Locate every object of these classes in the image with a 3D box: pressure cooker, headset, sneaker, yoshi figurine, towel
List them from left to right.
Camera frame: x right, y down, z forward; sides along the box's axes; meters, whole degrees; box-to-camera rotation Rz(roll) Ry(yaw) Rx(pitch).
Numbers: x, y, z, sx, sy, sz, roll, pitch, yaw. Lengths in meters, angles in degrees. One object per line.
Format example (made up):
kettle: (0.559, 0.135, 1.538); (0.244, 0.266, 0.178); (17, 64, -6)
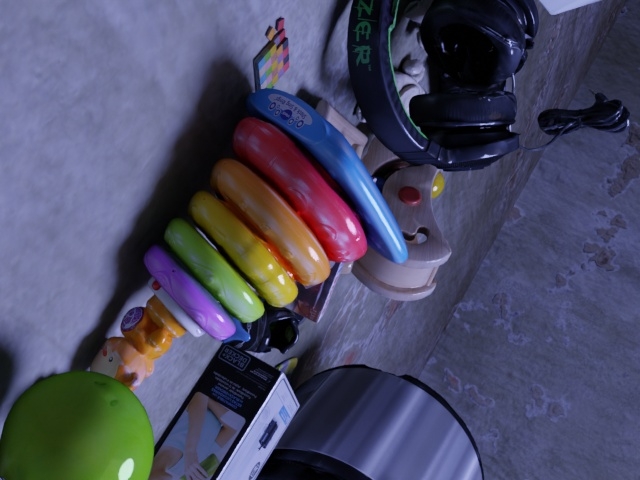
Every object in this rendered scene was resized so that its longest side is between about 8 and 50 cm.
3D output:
yoshi figurine: (-0.189, 0.220, 0.709); (0.362, 0.203, 0.203); (85, 20, -57)
sneaker: (-0.058, 0.107, 1.087); (0.067, 0.078, 0.188); (-66, 164, 11)
towel: (-0.061, 0.210, 1.361); (0.060, 0.009, 0.083); (-65, 164, 10)
pressure cooker: (0.016, 0.423, 1.304); (0.420, 0.375, 0.370); (-39, 146, -58)
headset: (0.197, -0.190, 1.022); (0.394, 0.185, 0.244); (18, 80, -46)

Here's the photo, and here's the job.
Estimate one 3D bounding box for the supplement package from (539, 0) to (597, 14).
supplement package: (0.298, -0.409, 0.943); (0.199, 0.198, 0.263); (-13, 90, -68)

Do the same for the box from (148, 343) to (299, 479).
box: (-0.144, 0.285, 1.089); (0.290, 0.087, 0.169); (-57, 162, -19)

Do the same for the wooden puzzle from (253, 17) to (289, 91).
wooden puzzle: (-0.045, -0.165, 0.828); (0.049, 0.006, 0.083); (-54, 162, -27)

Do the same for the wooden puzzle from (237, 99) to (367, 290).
wooden puzzle: (-0.024, -0.043, 1.032); (0.221, 0.044, 0.238); (-64, 168, 3)

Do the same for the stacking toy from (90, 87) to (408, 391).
stacking toy: (-0.090, 0.024, 0.787); (0.302, 0.175, 0.166); (-43, 132, -7)

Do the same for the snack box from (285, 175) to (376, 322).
snack box: (0.000, 0.000, 0.958); (0.022, 0.064, 0.178); (-39, 153, -62)

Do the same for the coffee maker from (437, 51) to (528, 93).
coffee maker: (0.223, -0.233, 1.355); (0.171, 0.120, 0.178); (-52, 162, -10)

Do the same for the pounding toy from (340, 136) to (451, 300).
pounding toy: (0.096, -0.039, 1.063); (0.269, 0.154, 0.155); (-57, 169, -41)

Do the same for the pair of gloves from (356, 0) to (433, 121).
pair of gloves: (0.132, -0.243, 1.182); (0.240, 0.042, 0.204); (-63, 164, 4)
